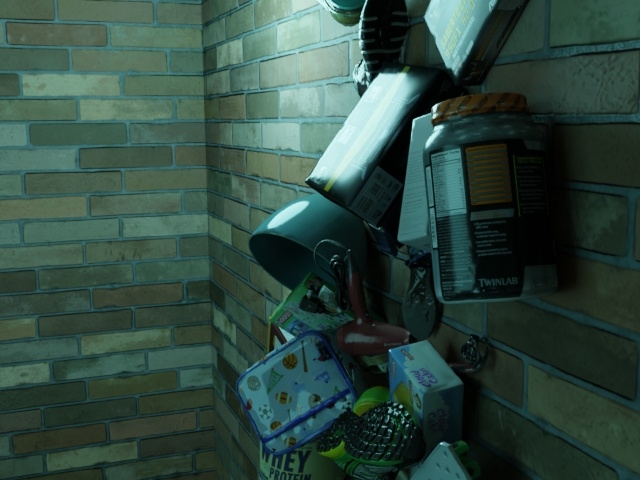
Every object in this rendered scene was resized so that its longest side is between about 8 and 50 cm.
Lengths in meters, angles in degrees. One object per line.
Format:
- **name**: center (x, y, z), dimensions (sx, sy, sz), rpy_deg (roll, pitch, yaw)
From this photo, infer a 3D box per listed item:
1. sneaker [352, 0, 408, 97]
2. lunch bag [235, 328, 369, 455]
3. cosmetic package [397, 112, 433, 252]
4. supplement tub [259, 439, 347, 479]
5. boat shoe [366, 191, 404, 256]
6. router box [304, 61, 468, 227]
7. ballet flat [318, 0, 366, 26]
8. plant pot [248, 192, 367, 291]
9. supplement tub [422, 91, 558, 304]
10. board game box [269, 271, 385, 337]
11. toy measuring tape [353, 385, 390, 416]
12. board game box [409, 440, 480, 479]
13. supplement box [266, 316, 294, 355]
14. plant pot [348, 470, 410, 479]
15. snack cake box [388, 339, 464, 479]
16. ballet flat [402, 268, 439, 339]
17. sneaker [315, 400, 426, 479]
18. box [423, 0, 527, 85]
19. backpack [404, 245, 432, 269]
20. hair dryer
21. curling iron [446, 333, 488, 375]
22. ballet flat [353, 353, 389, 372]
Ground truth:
- **sneaker**: center (0.111, -0.412, 1.785), dimensions (0.162, 0.106, 0.281), rpy_deg (-138, 47, -66)
- **lunch bag**: center (-0.037, 0.363, 1.959), dimensions (0.303, 0.115, 0.243), rpy_deg (-34, 74, 21)
- **cosmetic package**: center (0.215, -0.098, 1.437), dimensions (0.085, 0.117, 0.231), rpy_deg (-13, 64, 54)
- **supplement tub**: center (-0.043, 0.501, 2.165), dimensions (0.235, 0.235, 0.325), rpy_deg (-148, 57, -66)
- **boat shoe**: center (0.118, -0.078, 1.798), dimensions (0.340, 0.127, 0.158), rpy_deg (-116, 5, -69)
- **router box**: center (0.120, -0.196, 1.605), dimensions (0.309, 0.081, 0.243), rpy_deg (-56, 26, 2)
- **ballet flat**: center (0.053, -0.567, 1.926), dimensions (0.348, 0.123, 0.123), rpy_deg (-119, 32, -48)
- **plant pot**: center (0.000, 0.000, 1.976), dimensions (0.195, 0.290, 0.290), rpy_deg (-58, 7, -24)
- **supplement tub**: center (0.264, -0.062, 1.298), dimensions (0.193, 0.193, 0.316), rpy_deg (168, 99, -70)
- **board game box**: center (0.009, 0.198, 2.032), dimensions (0.046, 0.213, 0.317), rpy_deg (-58, 5, -27)
- **toy measuring tape**: center (0.144, 0.336, 1.795), dimensions (0.121, 0.121, 0.330), rpy_deg (-118, 33, -48)
- **board game box**: center (0.274, 0.602, 1.471), dimensions (0.390, 0.050, 0.390), rpy_deg (58, 148, 28)
- **supplement box**: center (-0.065, 0.339, 2.349), dimensions (0.194, 0.129, 0.191), rpy_deg (-130, 41, -58)
- **plant pot**: center (0.043, 0.690, 1.865), dimensions (0.334, 0.305, 0.334), rpy_deg (176, 90, -70)
- **snack cake box**: center (0.206, 0.351, 1.620), dimensions (0.152, 0.089, 0.264), rpy_deg (-126, 28, -57)
- **ballet flat**: center (0.212, 0.083, 1.675), dimensions (0.084, 0.058, 0.250), rpy_deg (9, 111, 33)
- **sneaker**: center (0.123, 0.411, 1.624), dimensions (0.146, 0.134, 0.343), rpy_deg (42, 158, -7)
- **box**: center (0.269, -0.413, 1.420), dimensions (0.231, 0.056, 0.183), rpy_deg (115, 145, -52)
- **backpack**: center (0.227, 0.003, 1.540), dimensions (0.114, 0.105, 0.084), rpy_deg (-32, 59, 54)
- **hair dryer**: center (0.078, 0.154, 1.774), dimensions (0.293, 0.080, 0.224), rpy_deg (34, 134, 15)
- **curling iron**: center (0.261, 0.239, 1.595), dimensions (0.274, 0.035, 0.068), rpy_deg (126, 158, -67)
- **ballet flat**: center (0.140, 0.272, 1.898), dimensions (0.067, 0.073, 0.206), rpy_deg (59, 161, 1)
